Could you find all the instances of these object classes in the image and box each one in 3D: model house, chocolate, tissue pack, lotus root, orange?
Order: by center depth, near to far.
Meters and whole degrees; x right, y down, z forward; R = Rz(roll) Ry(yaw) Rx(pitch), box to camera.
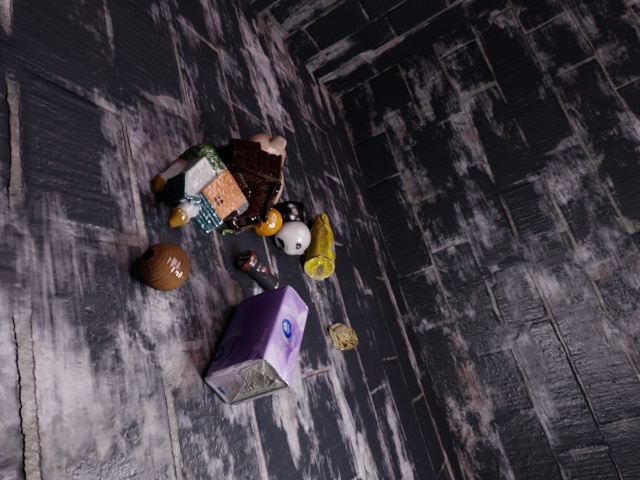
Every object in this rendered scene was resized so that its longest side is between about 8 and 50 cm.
[{"bbox_3d":[-0.191,0.314,1.310,0.160,0.242,0.338,56,24,-24],"label":"tissue pack"},{"bbox_3d":[-0.423,-0.131,1.355,0.271,0.190,0.300,61,38,-25],"label":"model house"},{"bbox_3d":[-0.262,-0.244,1.610,0.297,0.283,0.317,55,19,-39],"label":"model house"},{"bbox_3d":[-0.227,-0.084,1.747,0.136,0.117,0.135,11,39,-9],"label":"orange"},{"bbox_3d":[0.113,0.483,2.066,0.160,0.095,0.135,28,13,11],"label":"lotus root"},{"bbox_3d":[0.000,0.000,2.175,0.162,0.162,0.445,53,24,-31],"label":"chocolate"}]

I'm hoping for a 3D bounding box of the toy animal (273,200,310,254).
[{"bbox_3d":[-0.136,-0.050,1.874,0.187,0.165,0.234,69,8,-75],"label":"toy animal"}]

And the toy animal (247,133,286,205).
[{"bbox_3d":[-0.257,-0.316,1.844,0.269,0.237,0.326,86,-2,-49],"label":"toy animal"}]

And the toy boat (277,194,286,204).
[{"bbox_3d":[-0.191,-0.172,2.021,0.066,0.059,0.139,61,12,-66],"label":"toy boat"}]

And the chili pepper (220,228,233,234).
[{"bbox_3d":[-0.357,-0.033,1.560,0.027,0.022,0.083,65,18,-1],"label":"chili pepper"}]

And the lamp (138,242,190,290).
[{"bbox_3d":[-0.429,0.072,1.141,0.136,0.137,0.136,49,28,-38],"label":"lamp"}]

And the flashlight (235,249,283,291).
[{"bbox_3d":[-0.228,0.131,1.613,0.232,0.093,0.092,49,28,-40],"label":"flashlight"}]
